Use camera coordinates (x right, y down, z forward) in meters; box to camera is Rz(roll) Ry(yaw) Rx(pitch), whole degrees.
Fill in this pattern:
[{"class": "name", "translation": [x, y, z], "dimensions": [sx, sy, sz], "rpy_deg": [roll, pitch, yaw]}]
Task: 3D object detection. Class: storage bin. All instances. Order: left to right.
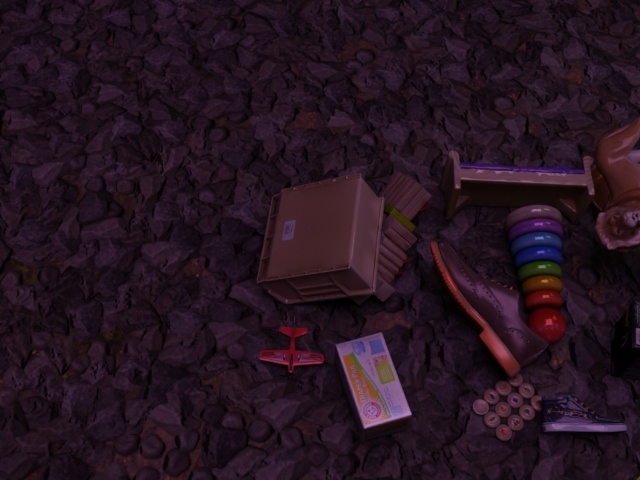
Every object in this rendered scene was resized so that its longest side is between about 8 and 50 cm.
[{"class": "storage bin", "translation": [0.000, 0.000, 1.876], "dimensions": [0.260, 0.123, 0.262], "rpy_deg": [-10, 55, 28]}]

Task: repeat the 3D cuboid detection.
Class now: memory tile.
[{"class": "memory tile", "translation": [0.424, 0.370, 1.780], "dimensions": [0.148, 0.012, 0.113], "rpy_deg": [-34, 65, -19]}]

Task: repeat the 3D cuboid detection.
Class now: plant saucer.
[{"class": "plant saucer", "translation": [0.788, -0.125, 2.066], "dimensions": [0.199, 0.037, 0.200], "rpy_deg": [1, 59, -1]}]

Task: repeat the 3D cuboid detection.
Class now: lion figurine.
[{"class": "lion figurine", "translation": [0.740, -0.144, 1.897], "dimensions": [0.240, 0.142, 0.392], "rpy_deg": [-14, 46, 12]}]

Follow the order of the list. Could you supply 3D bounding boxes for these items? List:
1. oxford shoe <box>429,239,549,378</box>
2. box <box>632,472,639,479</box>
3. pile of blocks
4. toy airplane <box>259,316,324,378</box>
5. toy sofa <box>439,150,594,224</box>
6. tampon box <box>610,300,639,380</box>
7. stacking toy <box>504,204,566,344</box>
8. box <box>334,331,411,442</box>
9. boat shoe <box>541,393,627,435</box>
[{"class": "oxford shoe", "translation": [0.384, 0.134, 1.837], "dimensions": [0.132, 0.130, 0.364], "rpy_deg": [-34, 74, 4]}, {"class": "box", "translation": [0.674, 0.562, 1.656], "dimensions": [0.179, 0.043, 0.105], "rpy_deg": [-36, 66, -18]}, {"class": "pile of blocks", "translation": [0.167, 0.008, 1.951], "dimensions": [0.112, 0.149, 0.362], "rpy_deg": [38, 68, -28]}, {"class": "toy airplane", "translation": [-0.067, 0.250, 1.831], "dimensions": [0.151, 0.028, 0.151], "rpy_deg": [1, 59, -2]}, {"class": "toy sofa", "translation": [0.494, -0.156, 2.013], "dimensions": [0.362, 0.150, 0.177], "rpy_deg": [3, 60, 0]}, {"class": "tampon box", "translation": [0.728, 0.229, 1.784], "dimensions": [0.101, 0.161, 0.121], "rpy_deg": [10, 58, 5]}, {"class": "stacking toy", "translation": [0.527, 0.086, 1.887], "dimensions": [0.141, 0.141, 0.331], "rpy_deg": [-1, 64, -2]}, {"class": "box", "translation": [0.112, 0.324, 1.747], "dimensions": [0.114, 0.103, 0.203], "rpy_deg": [-15, 61, -10]}, {"class": "boat shoe", "translation": [0.578, 0.382, 1.741], "dimensions": [0.183, 0.065, 0.083], "rpy_deg": [1, 69, 2]}]
